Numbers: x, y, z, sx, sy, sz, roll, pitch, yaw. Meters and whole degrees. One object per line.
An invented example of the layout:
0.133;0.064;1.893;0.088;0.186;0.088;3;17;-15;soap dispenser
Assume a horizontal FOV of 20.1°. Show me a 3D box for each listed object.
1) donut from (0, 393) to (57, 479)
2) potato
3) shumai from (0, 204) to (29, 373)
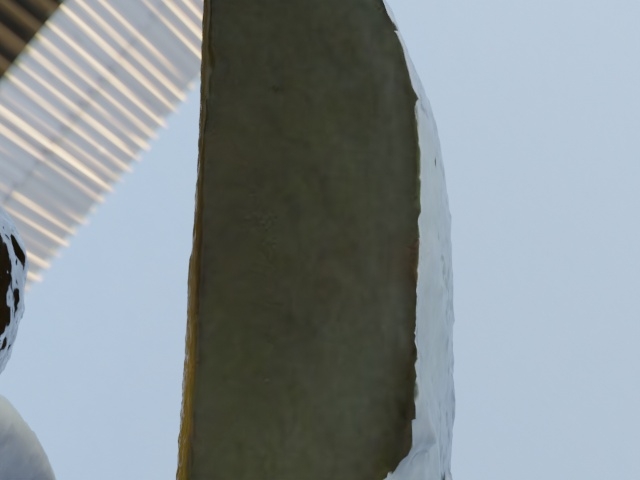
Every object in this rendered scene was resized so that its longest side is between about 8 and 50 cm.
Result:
-0.288;0.193;0.919;0.160;0.330;0.330;20;-99;41;donut
0.000;0.000;0.698;0.112;0.269;0.255;2;-85;-5;potato
-0.273;-0.021;0.646;0.217;0.346;0.283;-25;-94;46;shumai
